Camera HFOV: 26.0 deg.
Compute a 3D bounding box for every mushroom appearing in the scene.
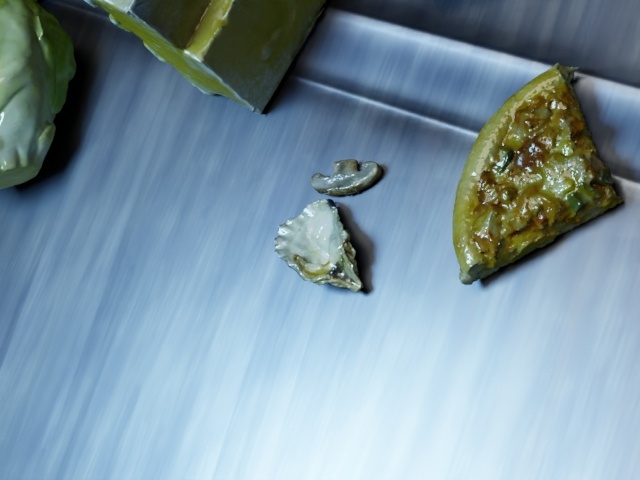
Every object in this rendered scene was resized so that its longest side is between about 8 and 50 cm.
[{"bbox_3d":[0.031,-0.080,1.756,0.101,0.019,0.049,-12,61,28],"label":"mushroom"}]

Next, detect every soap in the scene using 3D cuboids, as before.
[{"bbox_3d":[-0.118,-0.385,1.825,0.169,0.304,0.339,25,82,36],"label":"soap"}]

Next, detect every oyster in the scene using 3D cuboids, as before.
[{"bbox_3d":[0.000,0.000,1.720,0.146,0.045,0.122,1,71,42],"label":"oyster"}]

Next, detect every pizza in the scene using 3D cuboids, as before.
[{"bbox_3d":[0.247,-0.072,1.584,0.197,0.058,0.292,23,81,38],"label":"pizza"}]

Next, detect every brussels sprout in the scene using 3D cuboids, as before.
[{"bbox_3d":[-0.511,-0.220,2.060,0.273,0.242,0.317,3,72,9],"label":"brussels sprout"}]
